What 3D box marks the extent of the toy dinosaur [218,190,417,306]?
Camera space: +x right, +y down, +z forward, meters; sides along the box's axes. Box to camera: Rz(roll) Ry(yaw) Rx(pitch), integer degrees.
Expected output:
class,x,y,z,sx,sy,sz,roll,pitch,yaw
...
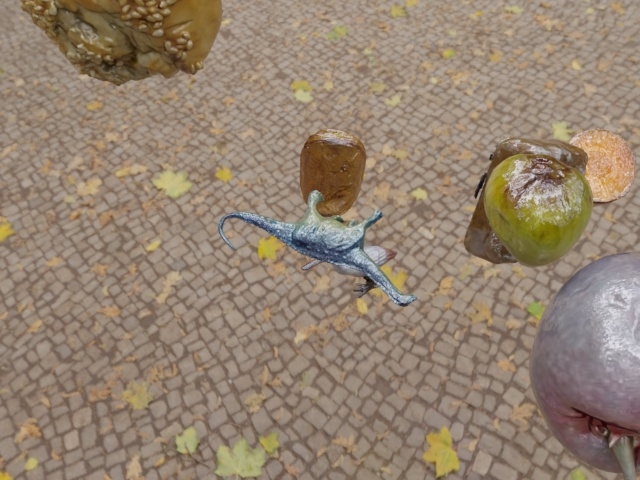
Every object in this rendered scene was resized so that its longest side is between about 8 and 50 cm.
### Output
class,x,y,z,sx,sy,sz,roll,pitch,yaw
toy dinosaur,0.008,-0.007,0.910,0.363,0.076,0.147,21,54,12

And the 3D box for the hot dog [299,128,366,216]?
class,x,y,z,sx,sy,sz,roll,pitch,yaw
hot dog,0.034,-0.198,1.565,0.196,0.272,0.122,4,39,1

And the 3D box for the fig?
class,x,y,z,sx,sy,sz,roll,pitch,yaw
fig,0.284,-0.045,0.699,0.136,0.121,0.153,13,70,13

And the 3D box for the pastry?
class,x,y,z,sx,sy,sz,roll,pitch,yaw
pastry,-0.307,-0.347,0.793,0.311,0.255,0.162,3,57,14

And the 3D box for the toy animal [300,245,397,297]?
class,x,y,z,sx,sy,sz,roll,pitch,yaw
toy animal,0.113,0.074,1.609,0.195,0.324,0.090,-47,49,15

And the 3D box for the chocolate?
class,x,y,z,sx,sy,sz,roll,pitch,yaw
chocolate,0.326,-0.055,0.848,0.148,0.214,0.093,-3,26,-28

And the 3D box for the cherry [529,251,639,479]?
class,x,y,z,sx,sy,sz,roll,pitch,yaw
cherry,0.310,0.124,0.539,0.183,0.213,0.266,9,50,11

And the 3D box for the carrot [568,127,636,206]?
class,x,y,z,sx,sy,sz,roll,pitch,yaw
carrot,0.572,-0.128,1.190,0.159,0.225,0.159,0,76,0
